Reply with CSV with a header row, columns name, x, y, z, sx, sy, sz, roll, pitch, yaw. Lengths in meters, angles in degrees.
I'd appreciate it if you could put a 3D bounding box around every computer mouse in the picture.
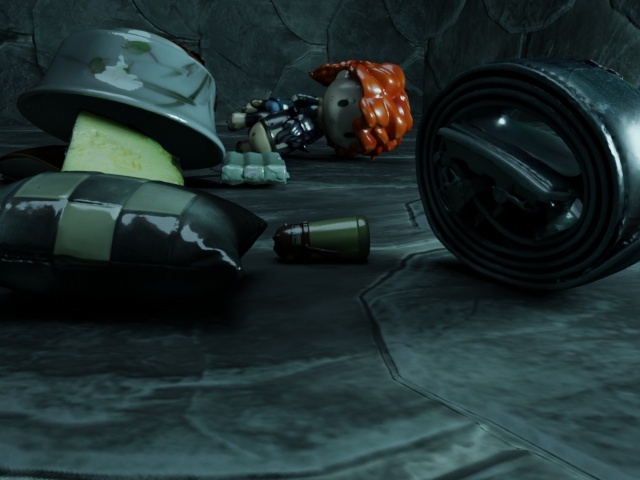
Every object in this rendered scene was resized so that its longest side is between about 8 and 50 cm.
name,x,y,z,sx,sy,sz,roll,pitch,yaw
computer mouse,-0.443,-0.130,1.229,0.310,0.071,0.158,11,15,41

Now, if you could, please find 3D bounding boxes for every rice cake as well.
name,x,y,z,sx,sy,sz,roll,pitch,yaw
rice cake,-0.121,-0.133,1.301,0.127,0.043,0.237,-1,14,-4

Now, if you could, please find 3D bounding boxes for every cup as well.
name,x,y,z,sx,sy,sz,roll,pitch,yaw
cup,-0.321,-0.254,1.212,0.347,0.163,0.347,10,-11,2

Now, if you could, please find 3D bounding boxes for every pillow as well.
name,x,y,z,sx,sy,sz,roll,pitch,yaw
pillow,-0.176,-0.002,0.609,0.250,0.105,0.186,5,14,3

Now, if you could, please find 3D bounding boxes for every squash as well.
name,x,y,z,sx,sy,sz,roll,pitch,yaw
squash,-0.306,-0.094,1.072,0.184,0.085,0.191,24,35,-25

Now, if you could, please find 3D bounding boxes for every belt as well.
name,x,y,z,sx,sy,sz,roll,pitch,yaw
belt,0.199,-0.059,0.642,0.116,0.206,0.267,-12,24,-32

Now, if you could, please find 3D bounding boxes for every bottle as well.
name,x,y,z,sx,sy,sz,roll,pitch,yaw
bottle,0.000,0.000,0.743,0.101,0.047,0.063,-5,-6,-3

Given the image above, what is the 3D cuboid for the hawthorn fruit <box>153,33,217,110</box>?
name,x,y,z,sx,sy,sz,roll,pitch,yaw
hawthorn fruit,-0.382,-0.302,1.510,0.316,0.315,0.316,0,13,0

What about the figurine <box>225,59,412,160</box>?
name,x,y,z,sx,sy,sz,roll,pitch,yaw
figurine,-0.006,-0.281,1.611,0.412,0.241,0.306,-12,7,-9
